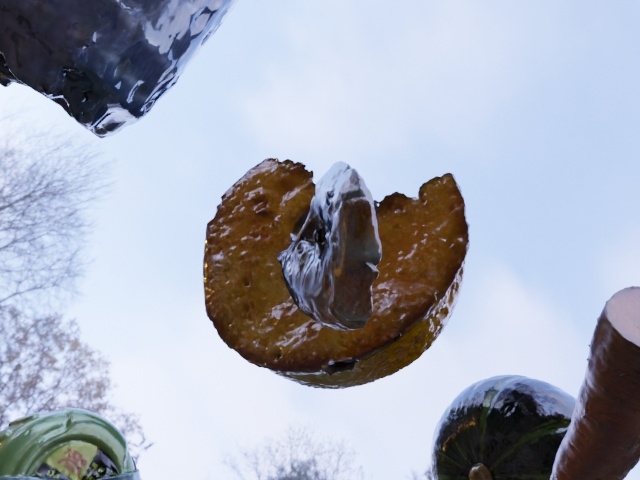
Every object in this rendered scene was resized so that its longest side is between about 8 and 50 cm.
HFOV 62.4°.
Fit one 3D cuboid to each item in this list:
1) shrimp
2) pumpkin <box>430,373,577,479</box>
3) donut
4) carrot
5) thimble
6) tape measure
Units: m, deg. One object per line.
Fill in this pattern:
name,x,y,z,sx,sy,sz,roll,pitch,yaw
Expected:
shrimp,0.000,0.000,0.576,0.062,0.317,0.164,9,-90,-15
pumpkin,0.337,0.396,0.900,0.241,0.323,0.323,18,-52,-29
donut,0.009,0.052,0.833,0.435,0.378,0.163,17,-28,33
carrot,0.177,0.136,0.344,0.057,0.057,0.224,14,-58,15
thimble,-0.178,-0.181,0.359,0.205,0.236,0.172,36,-95,-19
tape measure,-0.271,0.263,0.531,0.106,0.175,0.200,-25,-54,33
